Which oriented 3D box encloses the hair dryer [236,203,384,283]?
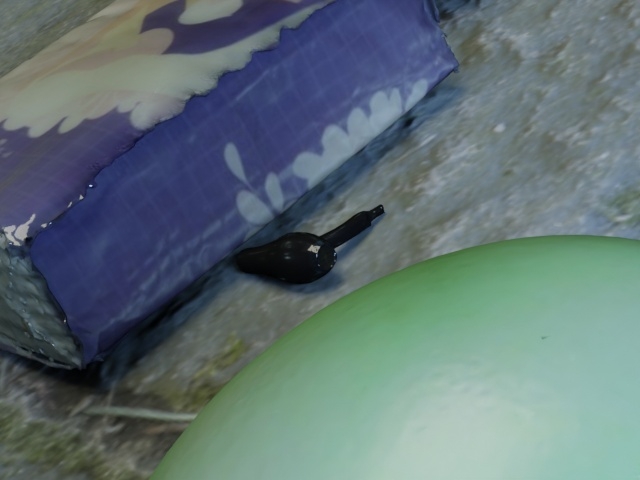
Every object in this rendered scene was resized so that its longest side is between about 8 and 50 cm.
[{"bbox_3d":[0.000,0.000,0.974,0.083,0.031,0.079,-27,15,-33],"label":"hair dryer"}]

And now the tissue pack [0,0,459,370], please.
[{"bbox_3d":[-0.104,-0.074,1.070,0.344,0.125,0.242,-41,29,-27],"label":"tissue pack"}]

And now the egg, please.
[{"bbox_3d":[0.053,0.118,0.503,0.270,0.220,0.220,-31,28,-1],"label":"egg"}]
